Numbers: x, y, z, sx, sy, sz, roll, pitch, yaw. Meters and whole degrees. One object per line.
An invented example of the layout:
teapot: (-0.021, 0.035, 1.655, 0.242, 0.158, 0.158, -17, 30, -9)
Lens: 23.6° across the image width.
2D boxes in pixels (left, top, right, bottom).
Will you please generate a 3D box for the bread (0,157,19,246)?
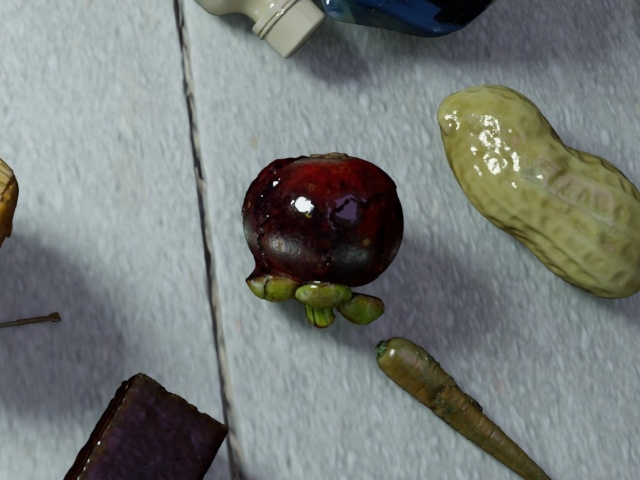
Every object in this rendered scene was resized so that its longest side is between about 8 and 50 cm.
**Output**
bread: (-0.335, -0.002, 1.351, 0.104, 0.199, 0.199, 27, 57, -14)

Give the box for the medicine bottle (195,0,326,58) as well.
medicine bottle: (-0.104, -0.307, 1.668, 0.252, 0.114, 0.114, 45, 55, -2)

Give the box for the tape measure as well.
tape measure: (0.111, -0.364, 1.756, 0.262, 0.138, 0.259, 12, 50, -33)

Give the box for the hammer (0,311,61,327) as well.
hammer: (-0.302, 0.080, 1.437, 0.123, 0.014, 0.029, -7, 78, -32)

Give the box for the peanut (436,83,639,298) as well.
peanut: (0.253, -0.057, 1.717, 0.305, 0.147, 0.147, 37, 55, 0)

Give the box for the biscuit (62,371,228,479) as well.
biscuit: (-0.209, 0.291, 1.341, 0.107, 0.073, 0.388, 34, 55, -9)

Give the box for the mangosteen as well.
mangosteen: (0.000, 0.000, 1.548, 0.166, 0.166, 0.180, 2, 91, -26)

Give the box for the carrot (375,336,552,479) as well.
carrot: (0.156, 0.186, 1.594, 0.254, 0.049, 0.049, 42, 55, -7)
